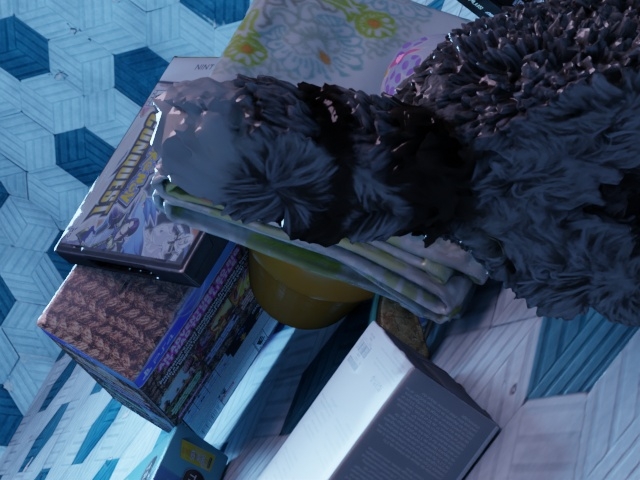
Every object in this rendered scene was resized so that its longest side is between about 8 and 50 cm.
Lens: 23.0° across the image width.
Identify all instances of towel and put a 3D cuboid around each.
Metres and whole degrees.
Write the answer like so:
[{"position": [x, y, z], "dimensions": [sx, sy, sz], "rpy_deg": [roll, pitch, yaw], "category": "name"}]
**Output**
[{"position": [0.045, -0.111, 1.522], "dimensions": [0.090, 0.320, 0.374], "rpy_deg": [106, -173, -48], "category": "towel"}]

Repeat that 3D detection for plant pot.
[{"position": [0.000, 0.000, 1.738], "dimensions": [0.205, 0.205, 0.188], "rpy_deg": [-62, -1, -34], "category": "plant pot"}]

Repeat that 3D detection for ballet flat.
[{"position": [0.081, 0.042, 1.506], "dimensions": [0.073, 0.067, 0.206], "rpy_deg": [104, 174, -52], "category": "ballet flat"}]

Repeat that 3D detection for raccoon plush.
[{"position": [0.124, -0.137, 1.074], "dimensions": [0.299, 0.446, 0.216], "rpy_deg": [-91, 23, -50], "category": "raccoon plush"}]

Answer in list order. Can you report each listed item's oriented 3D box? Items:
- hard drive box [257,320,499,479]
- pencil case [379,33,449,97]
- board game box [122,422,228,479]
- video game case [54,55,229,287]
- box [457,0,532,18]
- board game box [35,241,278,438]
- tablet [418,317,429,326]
[{"position": [0.024, 0.197, 1.280], "dimensions": [0.232, 0.089, 0.181], "rpy_deg": [-53, 11, 3], "category": "hard drive box"}, {"position": [0.148, -0.083, 1.326], "dimensions": [0.113, 0.124, 0.273], "rpy_deg": [-48, 33, 6], "category": "pencil case"}, {"position": [-0.258, 0.403, 1.850], "dimensions": [0.336, 0.079, 0.254], "rpy_deg": [-46, 14, 36], "category": "board game box"}, {"position": [-0.145, -0.084, 1.699], "dimensions": [0.248, 0.035, 0.275], "rpy_deg": [8, 62, 49], "category": "video game case"}, {"position": [0.228, -0.384, 2.000], "dimensions": [0.180, 0.147, 0.077], "rpy_deg": [-56, 11, -10], "category": "box"}, {"position": [-0.175, 0.084, 1.873], "dimensions": [0.232, 0.141, 0.291], "rpy_deg": [-57, -21, -14], "category": "board game box"}, {"position": [0.093, 0.077, 1.562], "dimensions": [0.083, 0.006, 0.054], "rpy_deg": [-39, 19, 51], "category": "tablet"}]
